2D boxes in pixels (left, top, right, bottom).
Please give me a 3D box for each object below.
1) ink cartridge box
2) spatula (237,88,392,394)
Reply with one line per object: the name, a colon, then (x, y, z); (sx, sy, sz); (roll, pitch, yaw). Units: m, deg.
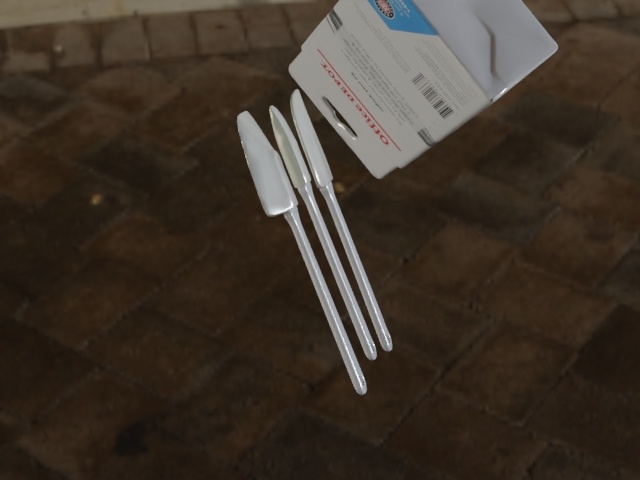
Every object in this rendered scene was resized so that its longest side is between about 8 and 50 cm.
ink cartridge box: (0.055, -0.113, 0.783); (0.060, 0.180, 0.104); (-40, 93, -21)
spatula: (0.000, 0.000, 1.037); (0.019, 0.242, 0.168); (-18, 8, 15)
